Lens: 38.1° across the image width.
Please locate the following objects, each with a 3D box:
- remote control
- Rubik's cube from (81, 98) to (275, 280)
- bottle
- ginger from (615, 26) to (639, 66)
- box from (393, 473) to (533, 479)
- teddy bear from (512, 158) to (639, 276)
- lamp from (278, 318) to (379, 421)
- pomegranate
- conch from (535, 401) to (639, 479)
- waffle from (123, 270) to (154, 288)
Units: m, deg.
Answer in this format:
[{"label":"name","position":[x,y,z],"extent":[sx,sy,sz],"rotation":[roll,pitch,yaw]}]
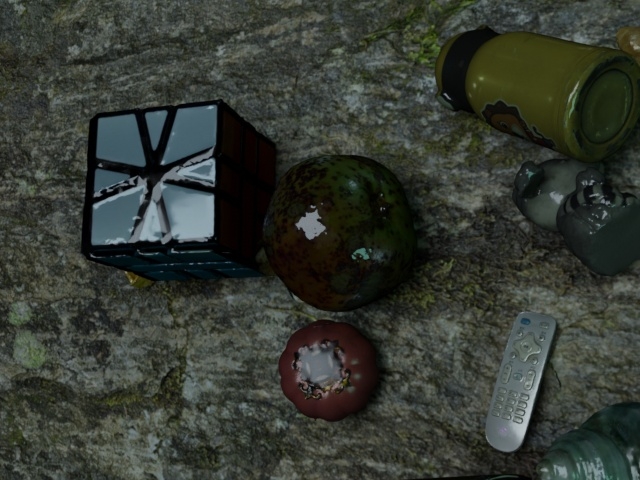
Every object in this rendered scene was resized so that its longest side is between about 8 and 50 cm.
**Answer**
[{"label":"remote control","position":[0.325,0.228,1.486],"extent":[0.073,0.044,0.229],"rotation":[9,77,41]},{"label":"Rubik's cube","position":[-0.263,-0.084,1.775],"extent":[0.289,0.283,0.293],"rotation":[-5,75,17]},{"label":"bottle","position":[0.327,-0.248,1.488],"extent":[0.351,0.172,0.171],"rotation":[30,98,51]},{"label":"ginger","position":[0.561,-0.231,1.404],"extent":[0.299,0.065,0.118],"rotation":[32,105,32]},{"label":"box","position":[0.164,0.583,1.428],"extent":[0.373,0.138,0.420],"rotation":[-18,69,43]},{"label":"teddy bear","position":[0.390,-0.068,1.424],"extent":[0.144,0.171,0.251],"rotation":[-51,55,8]},{"label":"lamp","position":[0.016,0.231,1.647],"extent":[0.182,0.140,0.181],"rotation":[-3,80,15]},{"label":"pomegranate","position":[0.000,0.000,1.639],"extent":[0.341,0.285,0.284],"rotation":[-26,66,48]},{"label":"conch","position":[0.433,0.330,1.309],"extent":[0.220,0.277,0.195],"rotation":[-91,14,-49]},{"label":"waffle","position":[-0.373,-0.048,2.013],"extent":[0.229,0.057,0.219],"rotation":[-46,59,16]}]
